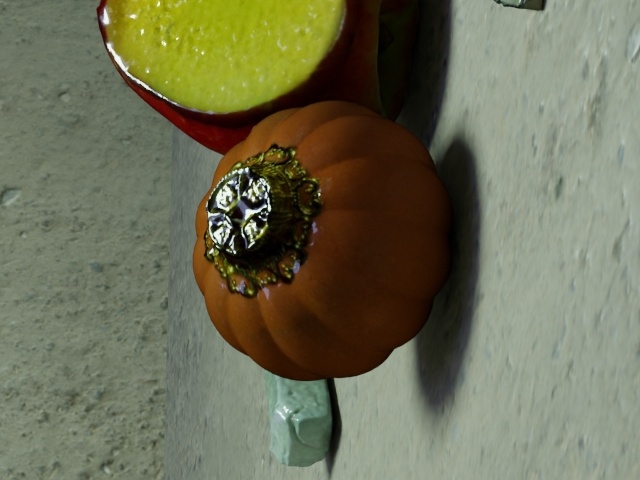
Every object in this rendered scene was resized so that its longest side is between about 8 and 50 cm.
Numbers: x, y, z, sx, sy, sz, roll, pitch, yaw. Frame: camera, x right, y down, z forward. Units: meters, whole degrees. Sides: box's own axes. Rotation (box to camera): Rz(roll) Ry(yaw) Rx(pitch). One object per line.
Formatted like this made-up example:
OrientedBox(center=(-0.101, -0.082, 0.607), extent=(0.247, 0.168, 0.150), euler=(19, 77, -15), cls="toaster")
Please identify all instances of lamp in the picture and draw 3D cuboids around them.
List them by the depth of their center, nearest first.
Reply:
OrientedBox(center=(0.000, 0.000, 1.501), extent=(0.223, 0.196, 0.223), euler=(-15, 67, 39), cls="lamp")

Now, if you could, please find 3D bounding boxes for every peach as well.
OrientedBox(center=(-0.057, -0.179, 1.680), extent=(0.248, 0.274, 0.245), euler=(-59, -22, -32), cls="peach")

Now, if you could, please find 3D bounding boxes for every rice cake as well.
OrientedBox(center=(-0.025, 0.144, 1.923), extent=(0.206, 0.063, 0.069), euler=(-100, 13, -59), cls="rice cake")

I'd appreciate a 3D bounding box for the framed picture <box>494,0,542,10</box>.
OrientedBox(center=(0.131, -0.296, 1.440), extent=(0.315, 0.024, 0.232), euler=(-131, 47, -74), cls="framed picture")
